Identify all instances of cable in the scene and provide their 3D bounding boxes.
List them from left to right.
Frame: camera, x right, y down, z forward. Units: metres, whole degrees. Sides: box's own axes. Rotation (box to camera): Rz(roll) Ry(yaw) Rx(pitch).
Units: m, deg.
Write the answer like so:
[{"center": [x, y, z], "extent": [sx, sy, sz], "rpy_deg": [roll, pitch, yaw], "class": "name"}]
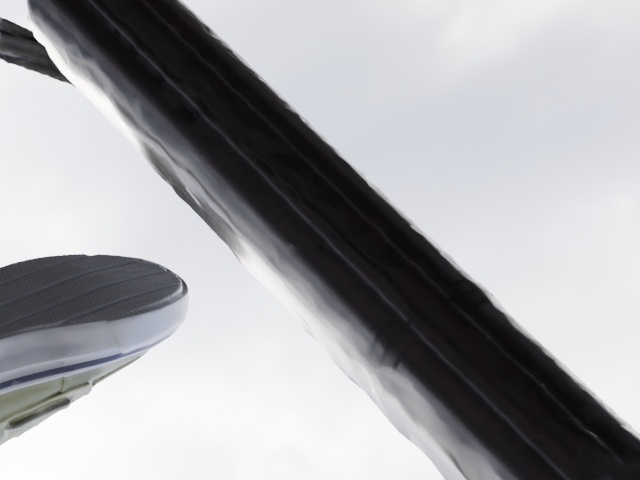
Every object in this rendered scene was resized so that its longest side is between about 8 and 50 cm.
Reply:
[{"center": [-0.268, -0.144, 1.200], "extent": [0.139, 0.072, 0.287], "rpy_deg": [14, 174, 25], "class": "cable"}]

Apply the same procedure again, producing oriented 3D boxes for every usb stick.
[{"center": [0.000, 0.000, 0.508], "extent": [0.045, 0.077, 0.278], "rpy_deg": [-41, -119, -8], "class": "usb stick"}]

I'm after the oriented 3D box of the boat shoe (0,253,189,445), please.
[{"center": [-0.216, 0.085, 1.109], "extent": [0.109, 0.094, 0.302], "rpy_deg": [29, -148, 36], "class": "boat shoe"}]
